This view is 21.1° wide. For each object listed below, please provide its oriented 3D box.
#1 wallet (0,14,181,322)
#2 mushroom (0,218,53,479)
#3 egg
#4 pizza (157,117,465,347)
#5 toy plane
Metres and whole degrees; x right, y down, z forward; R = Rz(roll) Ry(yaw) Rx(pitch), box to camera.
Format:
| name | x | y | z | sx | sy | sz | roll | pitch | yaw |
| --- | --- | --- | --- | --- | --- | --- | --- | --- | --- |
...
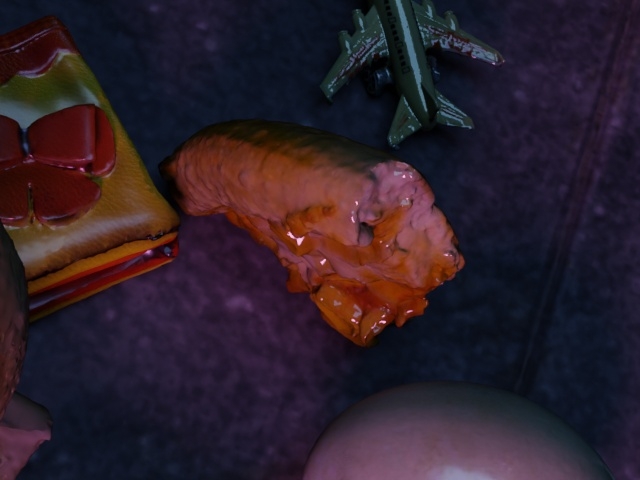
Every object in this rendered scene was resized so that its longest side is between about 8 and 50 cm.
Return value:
| name | x | y | z | sx | sy | sz | roll | pitch | yaw |
| --- | --- | --- | --- | --- | --- | --- | --- | --- | --- |
| wallet | -0.197 | -0.014 | 0.790 | 0.241 | 0.067 | 0.141 | -24 | 75 | -22 |
| mushroom | -0.234 | 0.055 | 0.607 | 0.292 | 0.212 | 0.217 | 53 | 48 | -29 |
| egg | 0.066 | 0.122 | 0.782 | 0.152 | 0.114 | 0.114 | 8 | 67 | -8 |
| pizza | 0.000 | 0.000 | 0.815 | 0.161 | 0.182 | 0.062 | 44 | 72 | -41 |
| toy plane | 0.042 | -0.103 | 0.905 | 0.102 | 0.040 | 0.111 | -12 | 72 | -21 |
